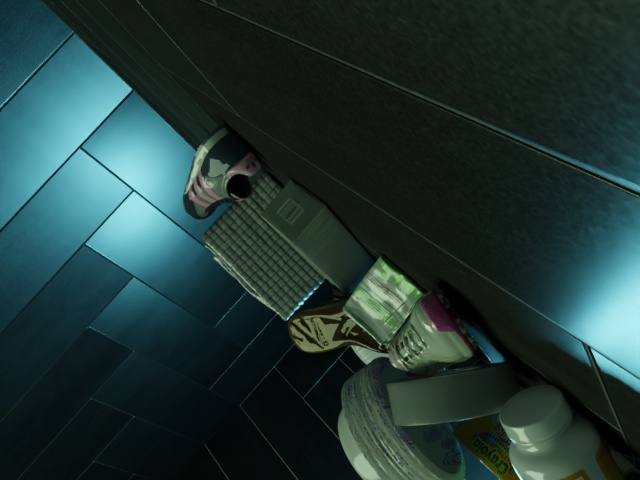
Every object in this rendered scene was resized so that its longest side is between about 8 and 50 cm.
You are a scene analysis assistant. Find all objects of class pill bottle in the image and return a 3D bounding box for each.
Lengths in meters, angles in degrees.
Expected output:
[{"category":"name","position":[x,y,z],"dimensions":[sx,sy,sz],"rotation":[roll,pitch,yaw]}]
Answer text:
[{"category":"pill bottle","position":[0.374,0.348,0.946],"dimensions":[0.245,0.136,0.136],"rotation":[59,173,-8]}]

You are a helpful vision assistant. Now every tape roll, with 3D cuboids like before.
[{"category":"tape roll","position":[0.227,0.261,1.071],"dimensions":[0.219,0.219,0.072],"rotation":[62,-162,-78]}]

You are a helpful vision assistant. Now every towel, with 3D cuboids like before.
[{"category":"towel","position":[0.115,0.115,1.165],"dimensions":[0.113,0.152,0.023],"rotation":[39,-145,12]},{"category":"towel","position":[-0.108,0.013,1.481],"dimensions":[0.284,0.235,0.121],"rotation":[43,-175,-2]}]

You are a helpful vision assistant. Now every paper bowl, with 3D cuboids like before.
[{"category":"paper bowl","position":[0.147,0.387,1.246],"dimensions":[0.284,0.148,0.284],"rotation":[43,-163,-17]}]

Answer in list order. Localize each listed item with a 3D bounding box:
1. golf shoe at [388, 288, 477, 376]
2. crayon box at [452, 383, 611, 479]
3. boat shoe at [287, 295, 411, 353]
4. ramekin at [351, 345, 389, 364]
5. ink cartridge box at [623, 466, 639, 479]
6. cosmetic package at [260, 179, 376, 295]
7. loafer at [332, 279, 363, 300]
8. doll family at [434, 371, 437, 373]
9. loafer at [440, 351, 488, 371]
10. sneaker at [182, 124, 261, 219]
[{"category":"golf shoe","position":[0.174,0.169,1.019],"dimensions":[0.115,0.140,0.306],"rotation":[61,-177,24]},{"category":"crayon box","position":[0.381,0.378,1.171],"dimensions":[0.081,0.165,0.278],"rotation":[43,176,-14]},{"category":"boat shoe","position":[0.098,0.158,1.285],"dimensions":[0.123,0.342,0.123],"rotation":[-32,-75,-54]},{"category":"ramekin","position":[0.154,0.230,1.563],"dimensions":[0.207,0.109,0.207],"rotation":[38,-155,-22]},{"category":"ink cartridge box","position":[0.560,0.430,0.898],"dimensions":[0.206,0.045,0.208],"rotation":[42,175,10]},{"category":"cosmetic package","position":[0.000,0.000,1.261],"dimensions":[0.127,0.107,0.238],"rotation":[38,177,41]},{"category":"loafer","position":[0.065,0.082,1.494],"dimensions":[0.302,0.109,0.095],"rotation":[180,67,-84]},{"category":"doll family","position":[0.197,0.178,1.397],"dimensions":[0.163,0.118,0.263],"rotation":[37,-163,-33]},{"category":"loafer","position":[0.317,0.292,1.361],"dimensions":[0.087,0.094,0.251],"rotation":[36,171,35]},{"category":"sneaker","position":[-0.218,-0.111,1.375],"dimensions":[0.131,0.112,0.319],"rotation":[40,150,4]}]
